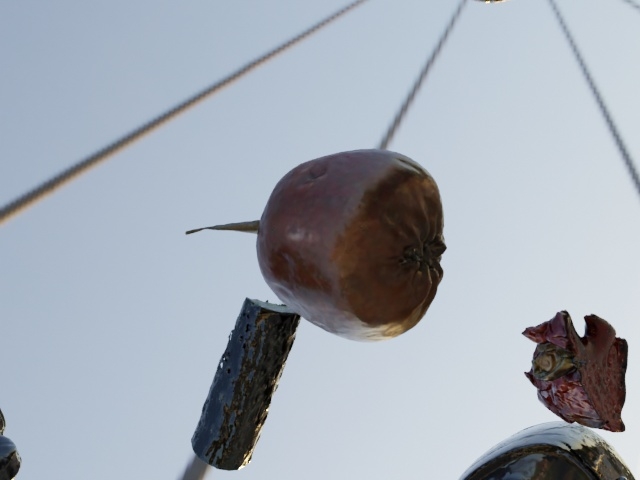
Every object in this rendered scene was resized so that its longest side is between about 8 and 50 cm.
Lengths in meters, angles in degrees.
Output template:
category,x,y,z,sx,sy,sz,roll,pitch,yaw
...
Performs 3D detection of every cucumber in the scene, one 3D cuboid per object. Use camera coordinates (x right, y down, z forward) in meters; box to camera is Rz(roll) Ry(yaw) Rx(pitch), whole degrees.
category,x,y,z,sx,sy,sz,roll,pitch,yaw
cucumber,-0.087,0.170,1.676,0.062,0.078,0.211,-91,20,-66

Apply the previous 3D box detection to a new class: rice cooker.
category,x,y,z,sx,sy,sz,roll,pitch,yaw
rice cooker,0.288,0.360,1.774,0.224,0.267,0.267,15,-92,-73

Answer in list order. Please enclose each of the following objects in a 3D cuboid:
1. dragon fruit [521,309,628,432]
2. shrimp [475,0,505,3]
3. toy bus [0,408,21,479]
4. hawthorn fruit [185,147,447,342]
category,x,y,z,sx,sy,sz,roll,pitch,yaw
dragon fruit,0.295,0.140,1.558,0.122,0.092,0.192,-33,-41,1
shrimp,0.198,-0.338,1.692,0.217,0.115,0.051,-115,8,-55
toy bus,-0.331,0.193,1.002,0.331,0.151,0.145,-80,-21,-58
hawthorn fruit,0.016,-0.009,1.085,0.149,0.189,0.149,-34,-37,-32
